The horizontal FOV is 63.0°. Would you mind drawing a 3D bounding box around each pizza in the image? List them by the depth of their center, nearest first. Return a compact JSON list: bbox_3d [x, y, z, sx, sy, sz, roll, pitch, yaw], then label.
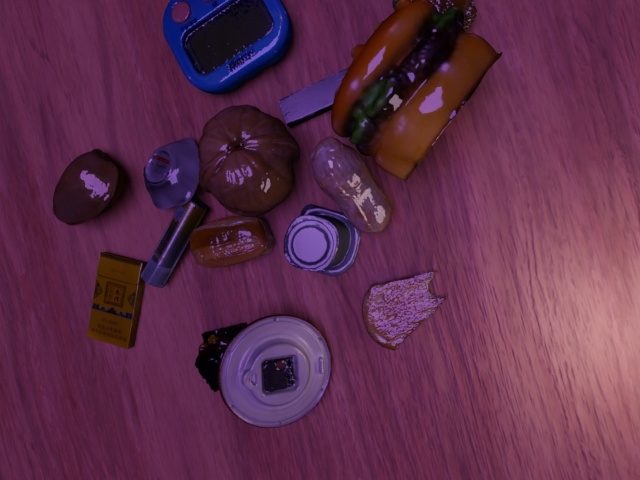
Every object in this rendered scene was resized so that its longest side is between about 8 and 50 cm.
[{"bbox_3d":[0.225,0.171,1.432,0.262,0.034,0.181,-40,84,13],"label":"pizza"}]

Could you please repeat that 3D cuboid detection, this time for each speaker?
[{"bbox_3d":[-0.004,-0.394,1.458,0.218,0.044,0.082,-22,87,14],"label":"speaker"}]

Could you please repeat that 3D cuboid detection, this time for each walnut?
[{"bbox_3d":[-0.193,-0.210,1.397,0.285,0.285,0.296,-26,78,13],"label":"walnut"}]

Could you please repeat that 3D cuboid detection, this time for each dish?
[{"bbox_3d":[-0.446,-0.204,1.515,0.230,0.081,0.229,-9,71,27],"label":"dish"}]

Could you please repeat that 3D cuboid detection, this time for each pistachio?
[{"bbox_3d":[-0.705,-0.146,1.579,0.260,0.163,0.212,-48,48,13],"label":"pistachio"}]

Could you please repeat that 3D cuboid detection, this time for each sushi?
[{"bbox_3d":[-0.278,0.347,1.501,0.153,0.150,0.172,-16,89,13],"label":"sushi"}]

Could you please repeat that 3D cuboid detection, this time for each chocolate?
[{"bbox_3d":[0.083,-0.132,1.345,0.134,0.134,0.309,-30,125,13],"label":"chocolate"}]

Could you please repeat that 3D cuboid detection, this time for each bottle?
[{"bbox_3d":[-0.436,0.005,1.560,0.082,0.082,0.286,34,99,10],"label":"bottle"}]

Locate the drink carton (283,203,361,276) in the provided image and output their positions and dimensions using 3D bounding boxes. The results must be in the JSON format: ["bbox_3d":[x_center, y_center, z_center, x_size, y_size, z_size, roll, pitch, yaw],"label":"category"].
[{"bbox_3d":[0.000,0.000,1.405,0.191,0.189,0.185,18,91,12],"label":"drink carton"}]

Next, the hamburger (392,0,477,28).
[{"bbox_3d":[0.297,-0.616,1.336,0.215,0.122,0.189,13,92,10],"label":"hamburger"}]

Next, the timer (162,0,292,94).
[{"bbox_3d":[-0.261,-0.597,1.474,0.340,0.115,0.309,-29,85,13],"label":"timer"}]

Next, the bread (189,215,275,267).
[{"bbox_3d":[-0.259,0.002,1.505,0.236,0.106,0.139,-14,87,13],"label":"bread"}]

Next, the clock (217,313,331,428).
[{"bbox_3d":[-0.120,0.358,1.426,0.319,0.080,0.318,-3,98,-21],"label":"clock"}]

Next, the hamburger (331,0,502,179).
[{"bbox_3d":[0.195,-0.352,1.245,0.277,0.396,0.395,38,100,5],"label":"hamburger"}]

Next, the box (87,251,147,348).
[{"bbox_3d":[-0.637,0.187,1.639,0.153,0.041,0.278,13,96,14],"label":"box"}]
